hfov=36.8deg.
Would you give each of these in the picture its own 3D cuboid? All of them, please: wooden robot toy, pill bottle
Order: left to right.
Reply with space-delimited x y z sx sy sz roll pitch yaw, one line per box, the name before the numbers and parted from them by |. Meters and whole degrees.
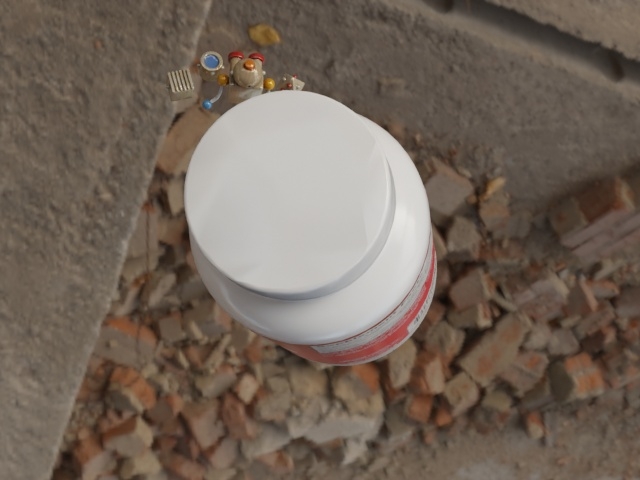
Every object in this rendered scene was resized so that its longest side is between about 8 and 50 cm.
wooden robot toy | -0.099 -0.206 1.171 0.173 0.076 0.079 3 163 -10
pill bottle | 0.000 0.000 0.977 0.229 0.229 0.408 -23 166 3
